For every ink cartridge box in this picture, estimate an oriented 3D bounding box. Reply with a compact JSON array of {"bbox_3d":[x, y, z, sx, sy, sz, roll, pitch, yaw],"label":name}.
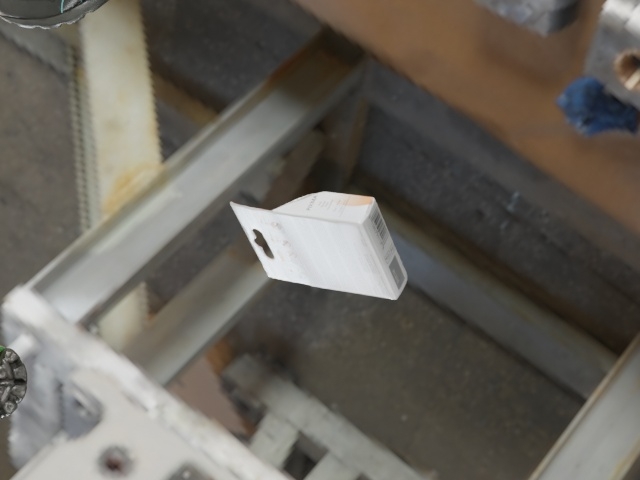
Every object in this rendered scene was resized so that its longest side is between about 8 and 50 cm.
[{"bbox_3d":[0.000,0.000,1.751,0.179,0.045,0.145,11,146,31],"label":"ink cartridge box"}]

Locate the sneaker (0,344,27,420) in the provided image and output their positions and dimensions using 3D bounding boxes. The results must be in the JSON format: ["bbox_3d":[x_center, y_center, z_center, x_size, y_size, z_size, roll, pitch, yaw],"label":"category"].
[{"bbox_3d":[-0.520,0.176,1.770,0.146,0.343,0.134,166,106,-78],"label":"sneaker"}]

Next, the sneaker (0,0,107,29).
[{"bbox_3d":[-0.224,-0.297,1.534,0.267,0.101,0.106,-14,134,13],"label":"sneaker"}]
